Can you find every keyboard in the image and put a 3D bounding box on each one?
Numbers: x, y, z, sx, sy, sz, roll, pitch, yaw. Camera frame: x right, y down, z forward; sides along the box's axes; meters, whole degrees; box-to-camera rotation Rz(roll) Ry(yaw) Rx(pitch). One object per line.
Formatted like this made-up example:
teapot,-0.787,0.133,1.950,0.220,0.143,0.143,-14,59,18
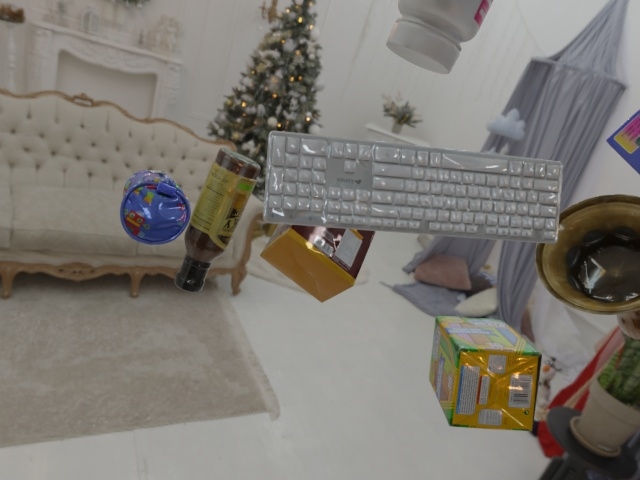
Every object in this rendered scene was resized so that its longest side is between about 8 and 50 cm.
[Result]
keyboard,0.083,-0.041,0.378,0.255,0.072,0.014,4,6,-10

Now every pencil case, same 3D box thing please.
pencil case,-0.342,-0.078,0.938,0.119,0.133,0.306,19,3,-25

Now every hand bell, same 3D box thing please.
hand bell,0.340,0.064,0.510,0.242,0.126,0.126,37,6,-41

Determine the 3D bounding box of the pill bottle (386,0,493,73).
pill bottle,0.240,-0.466,0.830,0.160,0.283,0.160,23,15,-7

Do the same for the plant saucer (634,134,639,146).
plant saucer,0.580,-0.167,0.671,0.194,0.038,0.195,6,0,0

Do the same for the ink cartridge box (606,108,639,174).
ink cartridge box,0.755,-0.236,0.875,0.395,0.270,0.151,-7,55,-38

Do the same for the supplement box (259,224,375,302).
supplement box,0.000,0.000,1.074,0.191,0.129,0.194,39,50,-14

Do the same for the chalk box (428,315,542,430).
chalk box,0.267,0.212,0.796,0.132,0.133,0.213,3,7,1

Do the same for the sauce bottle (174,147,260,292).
sauce bottle,-0.252,-0.042,1.082,0.111,0.345,0.111,24,13,-6
